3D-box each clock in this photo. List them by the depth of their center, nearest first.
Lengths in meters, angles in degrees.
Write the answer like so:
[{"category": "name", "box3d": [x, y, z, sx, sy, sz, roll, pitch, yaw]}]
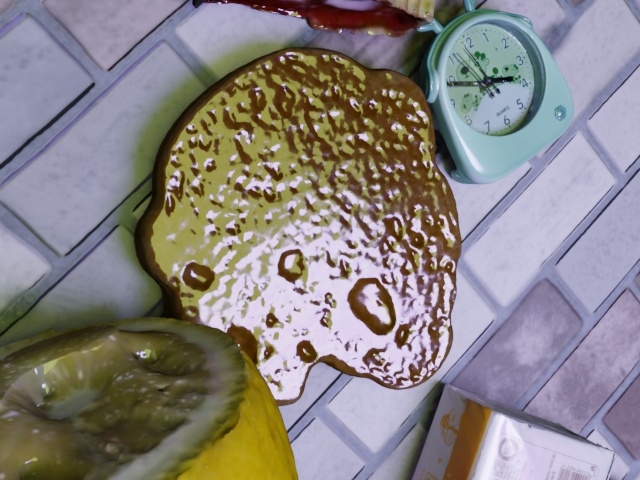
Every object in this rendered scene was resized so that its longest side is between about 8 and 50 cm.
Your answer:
[{"category": "clock", "box3d": [0.180, -0.180, 0.782, 0.159, 0.066, 0.211, -33, 103, -14]}]

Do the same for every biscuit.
[{"category": "biscuit", "box3d": [0.000, 0.000, 0.731, 0.359, 0.074, 0.381, -37, 107, -12]}]

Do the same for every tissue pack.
[{"category": "tissue pack", "box3d": [0.195, 0.302, 0.790, 0.185, 0.124, 0.225, 22, 86, -18]}]

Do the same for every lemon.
[{"category": "lemon", "box3d": [-0.174, 0.259, 0.558, 0.364, 0.364, 0.364, -1, 94, -19]}]

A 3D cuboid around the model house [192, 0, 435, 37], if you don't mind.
[{"category": "model house", "box3d": [0.018, -0.308, 0.670, 0.254, 0.160, 0.196, 4, 92, -20]}]
